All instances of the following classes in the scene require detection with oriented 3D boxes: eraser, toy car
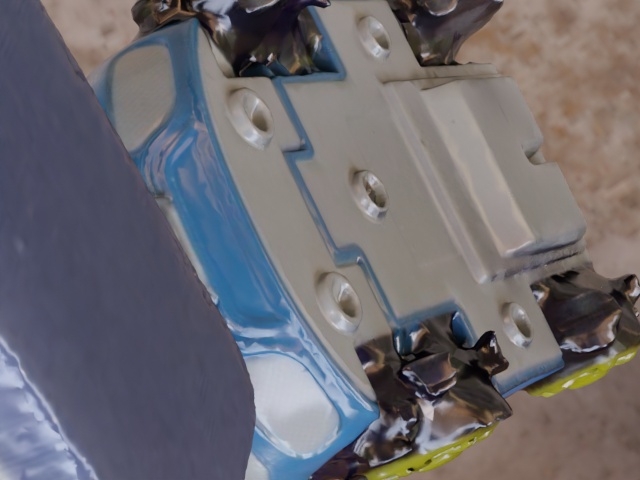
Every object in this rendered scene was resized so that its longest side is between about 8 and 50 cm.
[{"bbox_3d":[-0.075,-0.025,0.329,0.036,0.082,0.225,-16,124,18],"label":"eraser"},{"bbox_3d":[0.000,0.000,0.723,0.166,0.198,0.314,-30,173,27],"label":"toy car"}]
